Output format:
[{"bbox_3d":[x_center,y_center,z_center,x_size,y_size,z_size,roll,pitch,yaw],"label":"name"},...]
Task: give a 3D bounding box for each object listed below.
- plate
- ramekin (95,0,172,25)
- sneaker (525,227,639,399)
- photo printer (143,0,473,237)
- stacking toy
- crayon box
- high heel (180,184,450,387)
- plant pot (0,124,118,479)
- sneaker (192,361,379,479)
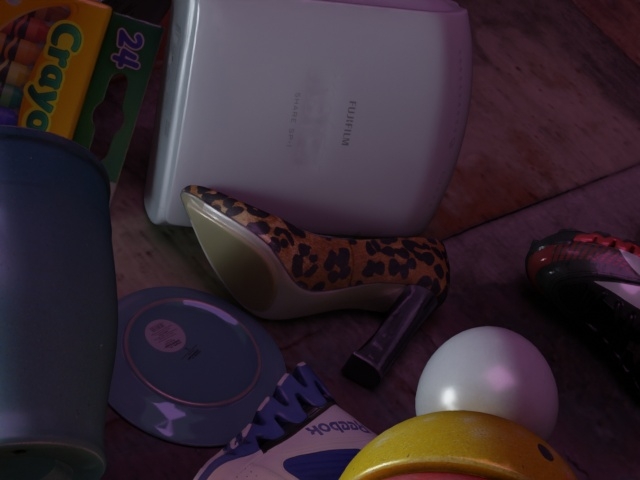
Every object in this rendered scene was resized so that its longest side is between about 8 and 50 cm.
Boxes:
[{"bbox_3d":[-0.118,0.107,1.780,0.188,0.024,0.188,12,45,-12],"label":"plate"},{"bbox_3d":[-0.238,-0.248,1.961,0.109,0.207,0.207,48,48,13],"label":"ramekin"},{"bbox_3d":[0.320,0.086,1.928,0.276,0.097,0.135,29,41,5],"label":"sneaker"},{"bbox_3d":[-0.003,-0.128,1.901,0.307,0.256,0.107,4,19,-20],"label":"photo printer"},{"bbox_3d":[0.098,0.242,1.474,0.350,0.350,0.480,18,46,-5],"label":"stacking toy"},{"bbox_3d":[-0.326,-0.154,1.821,0.323,0.203,0.083,17,3,-7],"label":"crayon box"},{"bbox_3d":[0.000,0.000,1.876,0.261,0.093,0.186,41,50,-3],"label":"high heel"},{"bbox_3d":[-0.283,0.085,1.578,0.271,0.271,0.255,-2,63,-24],"label":"plant pot"},{"bbox_3d":[-0.012,0.240,1.614,0.182,0.127,0.315,29,41,10],"label":"sneaker"}]
